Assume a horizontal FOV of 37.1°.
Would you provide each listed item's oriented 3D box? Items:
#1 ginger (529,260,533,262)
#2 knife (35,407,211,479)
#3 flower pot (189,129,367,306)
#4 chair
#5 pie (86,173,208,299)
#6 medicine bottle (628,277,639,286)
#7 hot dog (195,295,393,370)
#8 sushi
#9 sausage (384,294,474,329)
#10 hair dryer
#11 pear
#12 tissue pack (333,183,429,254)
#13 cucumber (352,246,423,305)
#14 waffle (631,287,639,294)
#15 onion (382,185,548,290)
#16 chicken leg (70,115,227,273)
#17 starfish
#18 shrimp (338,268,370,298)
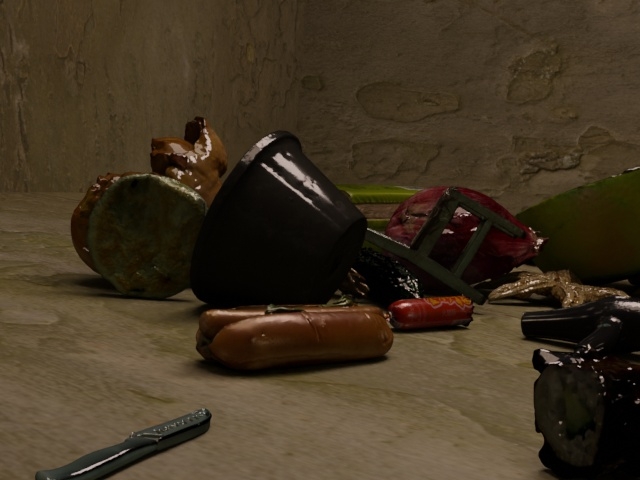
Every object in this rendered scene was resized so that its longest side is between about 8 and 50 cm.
[{"bbox_3d":[0.530,0.025,2.118,0.333,0.080,0.166,0,-12,35],"label":"ginger"},{"bbox_3d":[-0.135,0.152,0.712,0.028,0.015,0.210,1,3,26],"label":"knife"},{"bbox_3d":[-0.041,-0.002,1.326,0.166,0.269,0.269,26,12,16],"label":"flower pot"},{"bbox_3d":[0.169,-0.024,1.500,0.270,0.147,0.136,31,3,6],"label":"chair"},{"bbox_3d":[-0.243,-0.005,1.370,0.187,0.186,0.041,4,1,-1],"label":"pie"},{"bbox_3d":[0.652,0.066,1.860,0.058,0.058,0.091,0,7,-36],"label":"medicine bottle"},{"bbox_3d":[-0.024,0.098,1.048,0.250,0.068,0.100,0,6,-39],"label":"hot dog"},{"bbox_3d":[0.217,0.135,0.737,0.084,0.094,0.098,4,5,-23],"label":"sushi"},{"bbox_3d":[0.140,0.097,1.287,0.145,0.048,0.050,-2,46,-33],"label":"sausage"},{"bbox_3d":[0.313,0.121,1.159,0.196,0.075,0.219,-4,8,34],"label":"hair dryer"},{"bbox_3d":[0.555,-0.013,1.744,0.399,0.165,0.399,-12,-9,-2],"label":"pear"},{"bbox_3d":[0.093,-0.025,1.841,0.275,0.167,0.200,-3,8,-39],"label":"tissue pack"},{"bbox_3d":[0.102,0.058,1.500,0.072,0.072,0.300,3,6,-12],"label":"cucumber"},{"bbox_3d":[0.683,0.102,1.791,0.191,0.125,0.032,-32,18,-11],"label":"waffle"},{"bbox_3d":[0.247,-0.021,1.644,0.284,0.120,0.227,-1,43,16],"label":"onion"},{"bbox_3d":[-0.178,-0.048,1.528,0.410,0.295,0.182,16,-17,-19],"label":"chicken leg"},{"bbox_3d":[0.385,0.088,1.579,0.277,0.062,0.236,10,13,19],"label":"starfish"},{"bbox_3d":[0.003,-0.002,1.498,0.053,0.236,0.133,-27,-28,-8],"label":"shrimp"}]
